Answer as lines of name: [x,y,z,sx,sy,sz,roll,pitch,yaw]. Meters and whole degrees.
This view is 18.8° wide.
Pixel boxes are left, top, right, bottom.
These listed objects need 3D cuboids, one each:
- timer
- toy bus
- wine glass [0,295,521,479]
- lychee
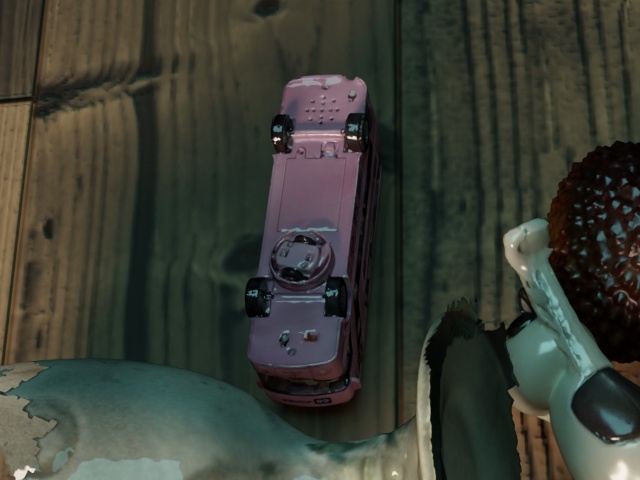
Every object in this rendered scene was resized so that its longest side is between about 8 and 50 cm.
timer: [0.176,0.120,1.018,0.175,0.175,0.266,-36,54,-10]
toy bus: [0.000,0.000,1.167,0.063,0.090,0.203,0,59,13]
wine glass: [-0.068,0.143,1.012,0.357,0.190,0.190,-8,58,18]
lychee: [0.183,0.007,1.109,0.129,0.123,0.123,-44,60,-7]
